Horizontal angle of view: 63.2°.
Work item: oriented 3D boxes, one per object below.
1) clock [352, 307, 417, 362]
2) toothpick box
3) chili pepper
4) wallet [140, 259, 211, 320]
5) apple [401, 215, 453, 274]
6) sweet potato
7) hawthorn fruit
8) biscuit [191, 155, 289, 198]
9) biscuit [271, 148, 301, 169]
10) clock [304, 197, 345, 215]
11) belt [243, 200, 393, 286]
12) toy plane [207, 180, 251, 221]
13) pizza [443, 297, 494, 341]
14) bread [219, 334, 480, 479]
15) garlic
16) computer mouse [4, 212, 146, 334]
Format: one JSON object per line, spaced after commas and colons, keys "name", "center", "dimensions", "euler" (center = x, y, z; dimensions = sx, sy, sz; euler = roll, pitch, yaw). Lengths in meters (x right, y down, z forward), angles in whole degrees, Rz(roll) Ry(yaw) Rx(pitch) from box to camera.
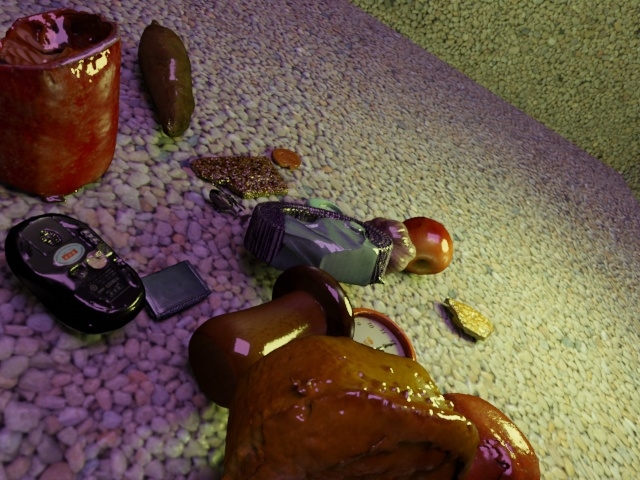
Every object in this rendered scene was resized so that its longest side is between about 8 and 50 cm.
{"name": "clock", "center": [0.114, 0.231, 1.100], "dimensions": [0.205, 0.051, 0.205], "euler": [22, 39, -19]}
{"name": "toothpick box", "center": [-0.074, 0.164, 0.919], "dimensions": [0.294, 0.192, 0.192], "euler": [-25, 68, -42]}
{"name": "chili pepper", "center": [-0.484, -0.257, 0.926], "dimensions": [0.229, 0.305, 0.251], "euler": [43, 47, 17]}
{"name": "wallet", "center": [-0.271, 0.091, 0.956], "dimensions": [0.088, 0.026, 0.129], "euler": [51, 38, 11]}
{"name": "apple", "center": [0.268, 0.012, 1.367], "dimensions": [0.163, 0.163, 0.139], "euler": [25, 51, -16]}
{"name": "sweet potato", "center": [-0.380, -0.392, 1.295], "dimensions": [0.130, 0.130, 0.423], "euler": [6, 53, -34]}
{"name": "hawthorn fruit", "center": [0.259, 0.373, 0.964], "dimensions": [0.211, 0.211, 0.299], "euler": [12, 32, -30]}
{"name": "biscuit", "center": [-0.191, -0.157, 1.278], "dimensions": [0.236, 0.026, 0.131], "euler": [-11, 57, -46]}
{"name": "biscuit", "center": [-0.093, -0.222, 1.434], "dimensions": [0.091, 0.015, 0.078], "euler": [-1, 53, -39]}
{"name": "clock", "center": [0.023, -0.054, 1.333], "dimensions": [0.135, 0.041, 0.101], "euler": [10, 45, -33]}
{"name": "belt", "center": [0.000, 0.000, 1.126], "dimensions": [0.324, 0.122, 0.260], "euler": [11, 18, -24]}
{"name": "toy plane", "center": [-0.210, -0.082, 1.169], "dimensions": [0.120, 0.049, 0.031], "euler": [44, 35, -21]}
{"name": "pizza", "center": [0.387, 0.211, 1.356], "dimensions": [0.160, 0.036, 0.099], "euler": [29, 38, -10]}
{"name": "bread", "center": [0.037, 0.292, 0.749], "dimensions": [0.358, 0.337, 0.204], "euler": [25, 30, -29]}
{"name": "garlic", "center": [0.150, 0.012, 1.282], "dimensions": [0.159, 0.147, 0.102], "euler": [40, 12, 28]}
{"name": "computer mouse", "center": [-0.394, 0.059, 0.835], "dimensions": [0.233, 0.096, 0.137], "euler": [43, 42, 0]}
